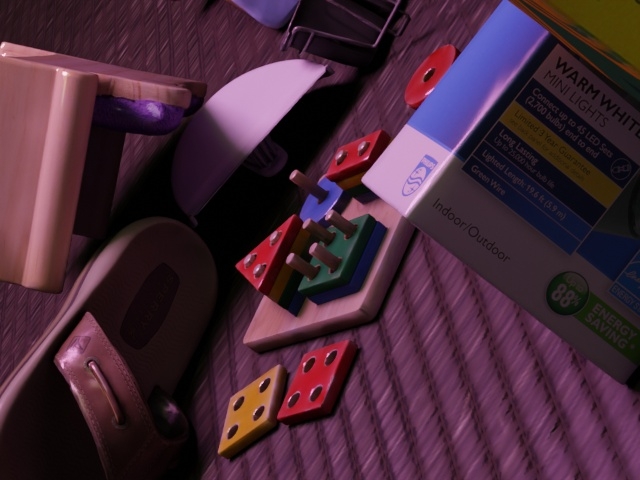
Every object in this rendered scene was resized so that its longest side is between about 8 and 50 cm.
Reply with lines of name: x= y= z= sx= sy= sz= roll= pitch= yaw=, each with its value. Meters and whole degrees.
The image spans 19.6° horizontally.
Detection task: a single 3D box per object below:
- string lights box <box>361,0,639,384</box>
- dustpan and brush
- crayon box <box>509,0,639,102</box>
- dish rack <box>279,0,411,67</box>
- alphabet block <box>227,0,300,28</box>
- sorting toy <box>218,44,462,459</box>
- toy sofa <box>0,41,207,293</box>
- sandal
string lights box: x=0.153 y=-0.083 z=0.814 sx=0.259 sy=0.133 sz=0.077 roll=-53 pitch=19 yaw=3
dustpan and brush: x=-0.063 y=-0.077 z=1.365 sx=0.147 sy=0.060 sz=0.211 roll=-48 pitch=28 yaw=-4
crayon box: x=0.144 y=-0.167 z=0.715 sx=0.202 sy=0.318 sz=0.081 roll=-51 pitch=-3 yaw=3
dish rack: x=0.069 y=-0.256 z=1.241 sx=0.271 sy=0.074 sz=0.208 roll=122 pitch=169 yaw=-54
alphabet block: x=-0.073 y=-0.313 z=1.539 sx=0.192 sy=0.193 sz=0.197 roll=-51 pitch=22 yaw=1
sorting toy: x=0.000 y=0.000 z=1.118 sx=0.132 sy=0.046 sz=0.274 roll=-19 pitch=40 yaw=55
toy sofa: x=-0.188 y=-0.058 z=1.366 sx=0.362 sy=0.177 sz=0.150 roll=-108 pitch=30 yaw=-84
sandal: x=-0.127 y=0.097 z=1.146 sx=0.086 sy=0.120 sz=0.302 roll=-14 pitch=42 yaw=38
